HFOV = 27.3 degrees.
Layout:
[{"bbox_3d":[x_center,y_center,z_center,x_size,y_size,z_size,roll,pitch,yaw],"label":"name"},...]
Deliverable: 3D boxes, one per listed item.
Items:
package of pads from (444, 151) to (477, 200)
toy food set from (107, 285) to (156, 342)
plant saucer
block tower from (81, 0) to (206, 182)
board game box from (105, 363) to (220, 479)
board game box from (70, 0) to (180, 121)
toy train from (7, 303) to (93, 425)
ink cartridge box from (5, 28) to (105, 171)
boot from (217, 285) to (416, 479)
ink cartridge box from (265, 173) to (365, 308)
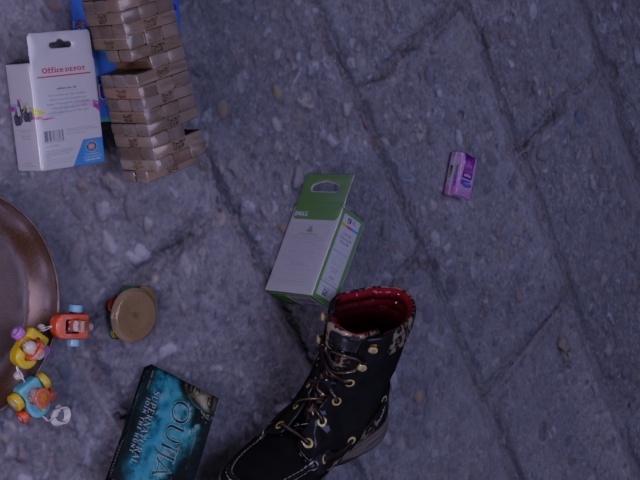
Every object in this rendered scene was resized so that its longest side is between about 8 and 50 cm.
[{"bbox_3d":[0.255,-0.116,2.395,0.050,0.032,0.083,18,81,-46],"label":"package of pads"},{"bbox_3d":[-0.272,0.106,1.904,0.082,0.020,0.083,1,93,-44],"label":"toy food set"},{"bbox_3d":[-0.477,0.083,1.683,0.310,0.050,0.311,-5,97,-45],"label":"plant saucer"},{"bbox_3d":[-0.246,-0.252,1.788,0.097,0.091,0.335,-27,112,-39],"label":"block tower"},{"bbox_3d":[-0.226,0.289,1.908,0.126,0.026,0.186,30,58,-24],"label":"board game box"},{"bbox_3d":[-0.271,-0.275,1.858,0.160,0.047,0.210,-11,101,-43],"label":"board game box"},{"bbox_3d":[-0.351,0.165,1.746,0.125,0.046,0.166,10,86,-44],"label":"toy train"},{"bbox_3d":[-0.357,-0.189,1.769,0.104,0.061,0.181,-13,103,-43],"label":"ink cartridge box"},{"bbox_3d":[0.003,0.240,2.025,0.377,0.138,0.284,-21,136,-45],"label":"boot"},{"bbox_3d":[0.000,0.000,2.100,0.062,0.109,0.209,33,70,-41],"label":"ink cartridge box"}]
